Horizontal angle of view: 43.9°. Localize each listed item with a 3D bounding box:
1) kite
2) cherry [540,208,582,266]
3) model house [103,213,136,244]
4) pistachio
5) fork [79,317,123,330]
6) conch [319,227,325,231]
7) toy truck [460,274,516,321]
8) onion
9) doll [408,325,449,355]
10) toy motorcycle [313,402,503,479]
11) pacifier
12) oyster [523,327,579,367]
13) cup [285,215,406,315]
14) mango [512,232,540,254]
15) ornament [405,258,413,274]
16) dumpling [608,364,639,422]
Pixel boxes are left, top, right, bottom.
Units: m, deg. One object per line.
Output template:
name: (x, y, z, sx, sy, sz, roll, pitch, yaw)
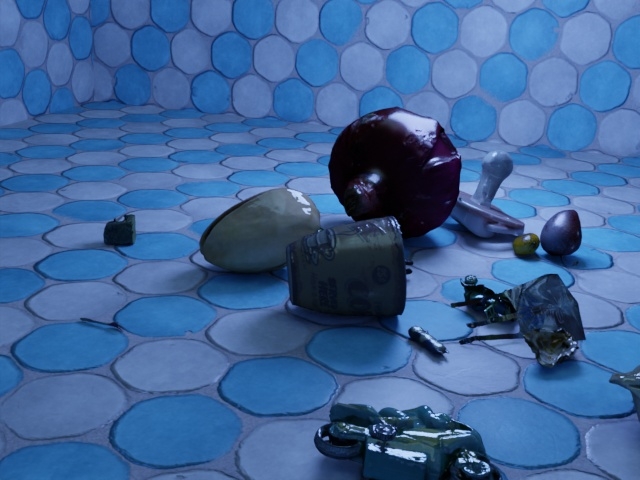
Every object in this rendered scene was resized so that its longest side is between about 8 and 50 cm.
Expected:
kite: (0.435, 0.154, 1.761, 0.310, 0.015, 0.169, -2, 61, -15)
cherry: (0.687, -0.017, 2.208, 0.115, 0.148, 0.188, 45, -5, -1)
model house: (-0.552, -0.030, 2.180, 0.083, 0.079, 0.066, 0, 17, -5)
pistachio: (-0.151, -0.019, 2.016, 0.318, 0.214, 0.193, -17, 27, -18)
fork: (-0.467, 0.177, 1.699, 0.115, 0.016, 0.012, 9, 29, 23)
conch: (0.000, 0.000, 2.192, 0.170, 0.079, 0.106, 18, 23, 7)
toy truck: (0.385, 0.144, 1.849, 0.078, 0.080, 0.154, -40, 39, -24)
onion: (0.176, -0.152, 2.251, 0.398, 0.398, 0.420, 14, 40, 28)
doll: (0.228, 0.213, 1.679, 0.037, 0.027, 0.125, 0, 18, -31)
toy motorcycle: (0.144, 0.317, 1.256, 0.296, 0.109, 0.198, 9, 18, 14)
pacifier: (0.495, -0.126, 2.417, 0.220, 0.273, 0.332, -18, 23, -10)
oyster: (0.484, 0.222, 1.655, 0.148, 0.051, 0.103, -10, 41, -31)
cup: (0.050, 0.068, 1.837, 0.257, 0.227, 0.301, -2, -9, -3)
mango: (0.586, 0.010, 2.263, 0.079, 0.057, 0.114, -29, -2, 7)
ornament: (0.122, 0.031, 2.114, 0.202, 0.080, 0.236, 2, 22, -10)
dumpling: (0.636, 0.287, 1.402, 0.252, 0.131, 0.179, 22, 3, 18)
